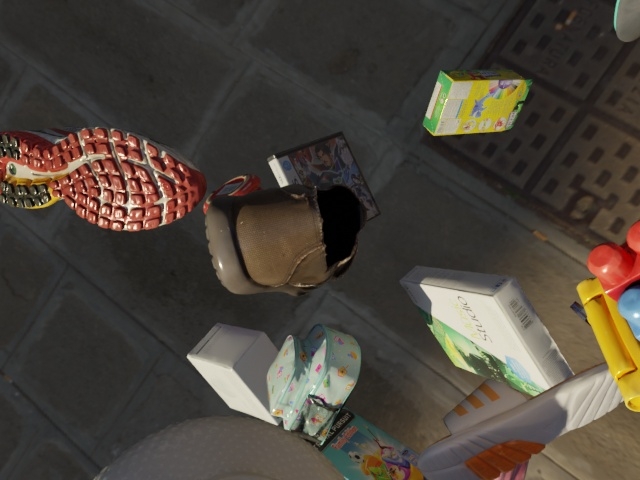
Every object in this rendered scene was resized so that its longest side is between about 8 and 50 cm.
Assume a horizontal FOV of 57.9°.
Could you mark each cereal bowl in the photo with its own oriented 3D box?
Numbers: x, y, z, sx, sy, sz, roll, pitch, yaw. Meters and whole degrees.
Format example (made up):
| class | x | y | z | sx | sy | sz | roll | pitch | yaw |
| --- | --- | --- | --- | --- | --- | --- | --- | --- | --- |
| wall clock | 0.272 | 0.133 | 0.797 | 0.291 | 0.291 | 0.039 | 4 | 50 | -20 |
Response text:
| class | x | y | z | sx | sy | sz | roll | pitch | yaw |
| --- | --- | --- | --- | --- | --- | --- | --- | --- | --- |
| cereal bowl | -0.084 | 0.322 | 0.545 | 0.339 | 0.141 | 0.339 | 13 | 50 | -16 |

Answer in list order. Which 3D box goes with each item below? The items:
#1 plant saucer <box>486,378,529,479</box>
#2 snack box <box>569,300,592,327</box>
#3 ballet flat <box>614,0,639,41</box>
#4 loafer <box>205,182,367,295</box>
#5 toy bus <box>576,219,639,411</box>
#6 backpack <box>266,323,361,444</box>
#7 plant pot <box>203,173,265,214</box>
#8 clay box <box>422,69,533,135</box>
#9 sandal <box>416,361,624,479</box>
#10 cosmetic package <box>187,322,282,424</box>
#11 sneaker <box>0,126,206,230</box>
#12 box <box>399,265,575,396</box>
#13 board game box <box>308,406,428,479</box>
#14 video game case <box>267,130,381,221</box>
| class | x | y | z | sx | sy | sz | roll | pitch | yaw |
| --- | --- | --- | --- | --- | --- | --- | --- | --- | --- |
| plant saucer | 0.369 | 0.452 | 1.230 | 0.084 | 0.332 | 0.332 | 16 | 87 | 9 |
| snack box | 0.635 | 0.204 | 1.299 | 0.178 | 0.064 | 0.022 | 37 | 103 | -20 |
| ballet flat | 0.356 | -0.292 | 0.579 | 0.074 | 0.074 | 0.203 | 12 | 130 | 14 |
| loafer | 0.000 | 0.000 | 0.694 | 0.130 | 0.366 | 0.134 | -12 | 91 | 16 |
| toy bus | 0.299 | 0.042 | 0.405 | 0.220 | 0.211 | 0.149 | -37 | 33 | 31 |
| backpack | -0.012 | 0.249 | 1.071 | 0.144 | 0.166 | 0.188 | 32 | 105 | -17 |
| plant pot | -0.202 | -0.064 | 1.522 | 0.191 | 0.191 | 0.174 | -29 | 115 | 8 |
| clay box | 0.337 | -0.296 | 1.235 | 0.222 | 0.127 | 0.053 | -9 | 44 | -26 |
| sandal | 0.229 | 0.196 | 0.671 | 0.265 | 0.102 | 0.076 | -27 | 36 | 2 |
| cosmetic package | -0.200 | 0.355 | 1.567 | 0.224 | 0.224 | 0.138 | 2 | 42 | 49 |
| sneaker | -0.198 | -0.070 | 0.529 | 0.225 | 0.092 | 0.088 | 13 | 113 | 23 |
| box | 0.291 | 0.160 | 1.052 | 0.058 | 0.322 | 0.232 | -37 | 102 | -14 |
| board game box | 0.107 | 0.516 | 1.299 | 0.336 | 0.254 | 0.079 | 28 | 105 | 19 |
| video game case | 0.019 | -0.133 | 1.468 | 0.035 | 0.275 | 0.248 | -23 | 94 | 45 |
